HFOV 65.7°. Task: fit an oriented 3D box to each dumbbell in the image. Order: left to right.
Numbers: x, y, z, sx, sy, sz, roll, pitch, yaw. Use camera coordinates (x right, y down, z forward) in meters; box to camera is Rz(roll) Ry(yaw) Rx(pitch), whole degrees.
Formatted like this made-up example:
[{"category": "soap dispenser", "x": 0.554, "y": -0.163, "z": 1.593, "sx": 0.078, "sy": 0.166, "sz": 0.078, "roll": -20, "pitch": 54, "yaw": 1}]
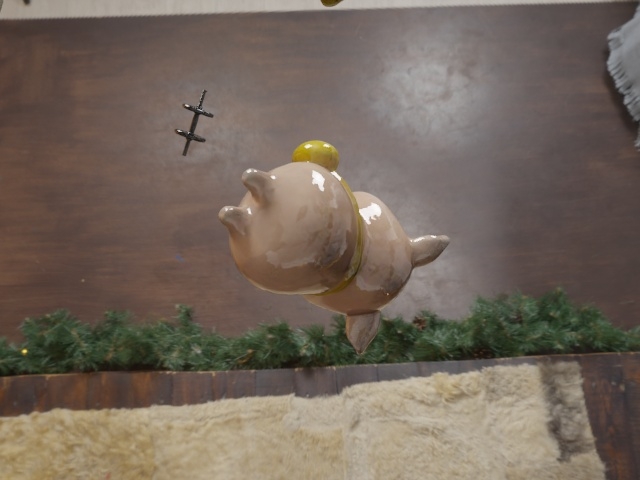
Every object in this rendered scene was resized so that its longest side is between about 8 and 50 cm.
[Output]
[{"category": "dumbbell", "x": -0.271, "y": -0.251, "z": 1.063, "sx": 0.069, "sy": 0.069, "sz": 0.147, "roll": 22, "pitch": 100, "yaw": 4}]

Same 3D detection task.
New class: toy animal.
[{"category": "toy animal", "x": 0.002, "y": -0.002, "z": 0.532, "sx": 0.165, "sy": 0.248, "sz": 0.149, "roll": -49, "pitch": 39, "yaw": 18}]

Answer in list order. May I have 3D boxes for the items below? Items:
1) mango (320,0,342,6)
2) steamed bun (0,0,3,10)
[{"category": "mango", "x": 0.052, "y": -0.550, "z": 1.015, "sx": 0.076, "sy": 0.103, "sz": 0.161, "roll": 31, "pitch": 82, "yaw": 26}, {"category": "steamed bun", "x": -0.533, "y": -0.360, "z": 0.485, "sx": 0.236, "sy": 0.384, "sz": 0.246, "roll": 21, "pitch": 95, "yaw": 38}]
